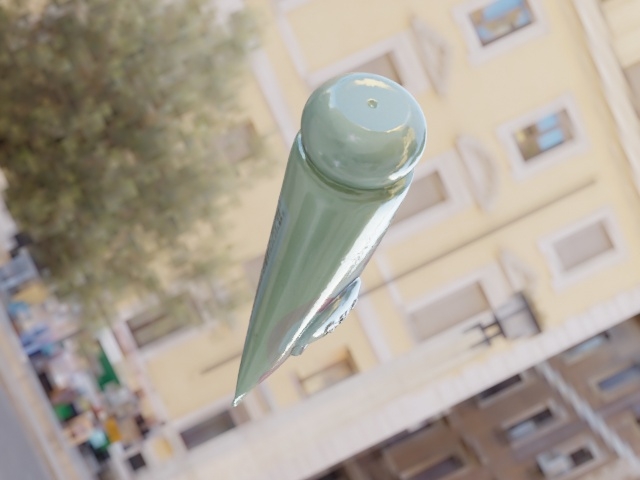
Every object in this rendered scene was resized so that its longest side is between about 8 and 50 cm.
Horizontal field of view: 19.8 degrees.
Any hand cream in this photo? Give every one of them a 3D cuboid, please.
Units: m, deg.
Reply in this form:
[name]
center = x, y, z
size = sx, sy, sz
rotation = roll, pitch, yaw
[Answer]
[hand cream]
center = 0.000, 0.000, 1.417
size = 0.093, 0.147, 0.306
rotation = 35, -41, 12
